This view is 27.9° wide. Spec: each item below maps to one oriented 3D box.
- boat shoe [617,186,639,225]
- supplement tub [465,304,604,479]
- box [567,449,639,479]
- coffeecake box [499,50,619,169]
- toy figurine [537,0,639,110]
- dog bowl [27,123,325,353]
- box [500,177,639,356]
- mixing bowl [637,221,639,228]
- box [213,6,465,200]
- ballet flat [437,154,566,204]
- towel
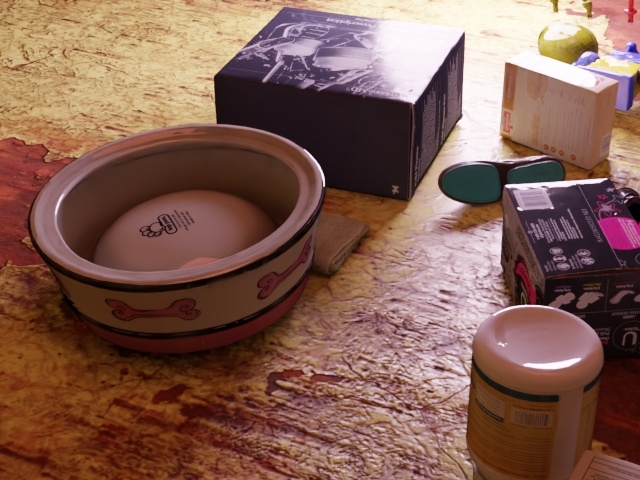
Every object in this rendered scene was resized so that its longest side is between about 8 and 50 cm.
[{"bbox_3d":[0.467,-0.029,1.919,0.080,0.076,0.228,5,33,8],"label":"boat shoe"},{"bbox_3d":[0.239,0.190,1.456,0.144,0.199,0.144,0,32,0],"label":"supplement tub"},{"bbox_3d":[0.290,0.342,1.281,0.149,0.127,0.232,16,36,24],"label":"box"},{"bbox_3d":[0.397,-0.221,2.165,0.185,0.142,0.068,26,40,36],"label":"coffeecake box"},{"bbox_3d":[0.506,-0.326,2.304,0.362,0.191,0.217,20,42,31],"label":"toy figurine"},{"bbox_3d":[-0.189,-0.001,1.796,0.408,0.150,0.408,-4,35,3],"label":"dog bowl"},{"bbox_3d":[0.345,0.038,1.755,0.163,0.142,0.247,-4,31,-3],"label":"box"},{"bbox_3d":[0.490,0.019,1.751,0.098,0.181,0.181,-31,35,2],"label":"mixing bowl"},{"bbox_3d":[0.040,-0.240,2.171,0.343,0.179,0.312,10,35,17],"label":"box"},{"bbox_3d":[0.285,-0.096,2.057,0.213,0.072,0.068,-6,5,-9],"label":"ballet flat"},{"bbox_3d":[0.000,0.000,1.928,0.110,0.027,0.148,13,34,22],"label":"towel"}]
